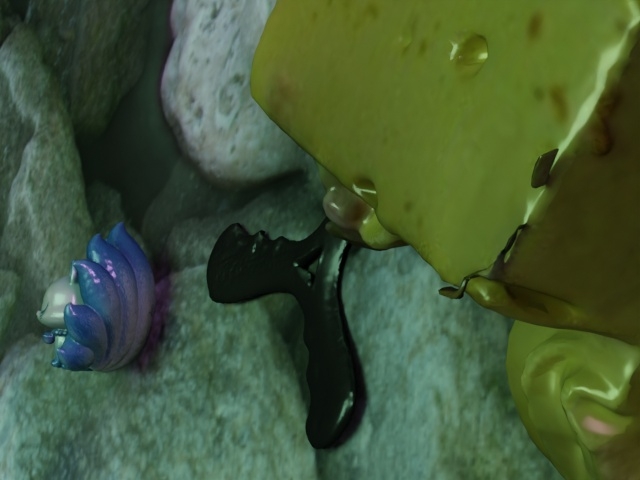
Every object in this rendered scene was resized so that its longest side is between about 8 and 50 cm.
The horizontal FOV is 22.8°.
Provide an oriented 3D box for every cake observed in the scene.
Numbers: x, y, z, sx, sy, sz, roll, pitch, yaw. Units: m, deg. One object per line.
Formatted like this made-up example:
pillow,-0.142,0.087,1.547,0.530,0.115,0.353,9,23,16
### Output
cake,0.118,-0.060,0.620,0.286,0.222,0.227,-63,34,15

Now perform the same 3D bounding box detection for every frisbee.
frisbee,0.000,0.000,0.945,0.187,0.012,0.211,-63,34,13

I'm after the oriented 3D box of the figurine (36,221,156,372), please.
figurine,-0.151,0.038,1.080,0.114,0.079,0.114,8,-90,-80
